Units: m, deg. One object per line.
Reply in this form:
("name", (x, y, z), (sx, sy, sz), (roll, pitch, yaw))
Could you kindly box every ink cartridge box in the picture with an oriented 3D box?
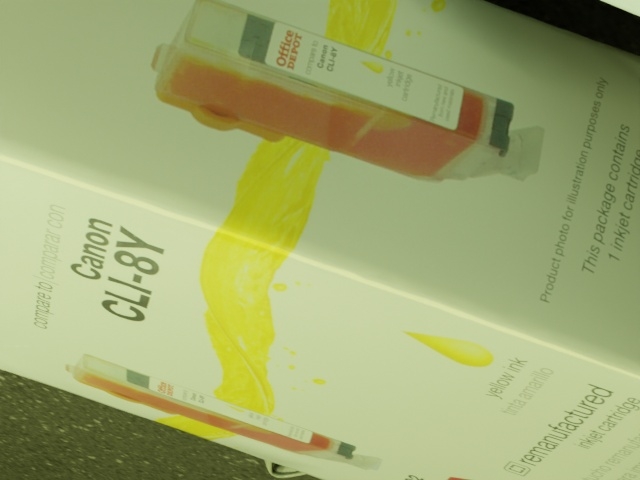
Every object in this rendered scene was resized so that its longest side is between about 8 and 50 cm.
("ink cartridge box", (0.000, 0.000, 0.865), (0.385, 0.160, 0.279), (20, 155, -3))

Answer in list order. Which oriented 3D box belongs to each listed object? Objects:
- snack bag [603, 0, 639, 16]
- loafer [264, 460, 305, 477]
("snack bag", (0.103, -0.158, 0.547), (0.323, 0.037, 0.342), (28, 165, 35))
("loafer", (0.036, 0.112, 1.335), (0.112, 0.111, 0.319), (23, 155, -11))
